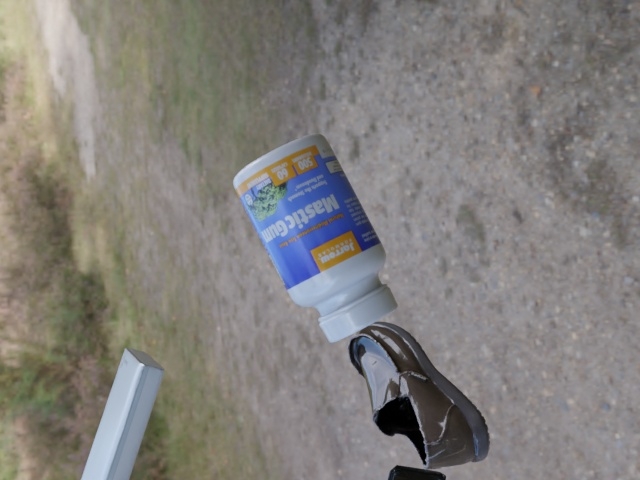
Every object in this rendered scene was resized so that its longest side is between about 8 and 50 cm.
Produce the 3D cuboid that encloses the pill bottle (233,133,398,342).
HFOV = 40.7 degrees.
[{"bbox_3d":[0.000,0.000,1.227,0.272,0.152,0.152,62,154,3],"label":"pill bottle"}]

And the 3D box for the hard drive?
[{"bbox_3d":[-0.363,0.373,1.500,0.233,0.047,0.353,1,72,70],"label":"hard drive"}]

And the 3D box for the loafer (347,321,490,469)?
[{"bbox_3d":[0.138,0.262,1.501,0.366,0.130,0.134,38,140,52],"label":"loafer"}]

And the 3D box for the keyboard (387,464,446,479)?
[{"bbox_3d":[0.106,0.376,1.076,0.038,0.100,0.192,-160,84,-76],"label":"keyboard"}]
